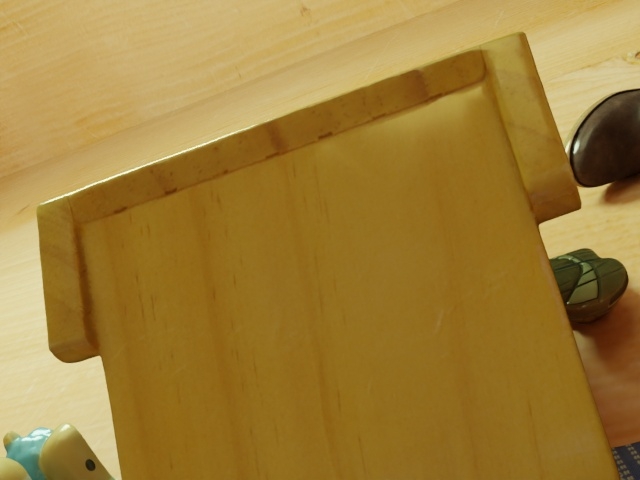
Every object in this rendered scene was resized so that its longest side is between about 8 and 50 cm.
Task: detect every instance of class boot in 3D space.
[{"bbox_3d":[0.393,-0.123,0.960,0.248,0.090,0.207,-28,17,-20],"label":"boot"}]

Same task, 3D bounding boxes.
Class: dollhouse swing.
[{"bbox_3d":[0.027,0.062,0.677,0.347,0.305,0.315,-19,-2,13],"label":"dollhouse swing"}]

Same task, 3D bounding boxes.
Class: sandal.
[{"bbox_3d":[0.223,0.044,0.805,0.072,0.049,0.180,-16,5,8],"label":"sandal"}]

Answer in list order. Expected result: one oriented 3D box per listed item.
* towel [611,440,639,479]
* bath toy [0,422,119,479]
[{"bbox_3d":[0.067,0.232,0.519,0.336,0.040,0.243,-21,17,5],"label":"towel"},{"bbox_3d":[-0.296,0.255,0.645,0.348,0.129,0.151,-32,-27,-49],"label":"bath toy"}]
